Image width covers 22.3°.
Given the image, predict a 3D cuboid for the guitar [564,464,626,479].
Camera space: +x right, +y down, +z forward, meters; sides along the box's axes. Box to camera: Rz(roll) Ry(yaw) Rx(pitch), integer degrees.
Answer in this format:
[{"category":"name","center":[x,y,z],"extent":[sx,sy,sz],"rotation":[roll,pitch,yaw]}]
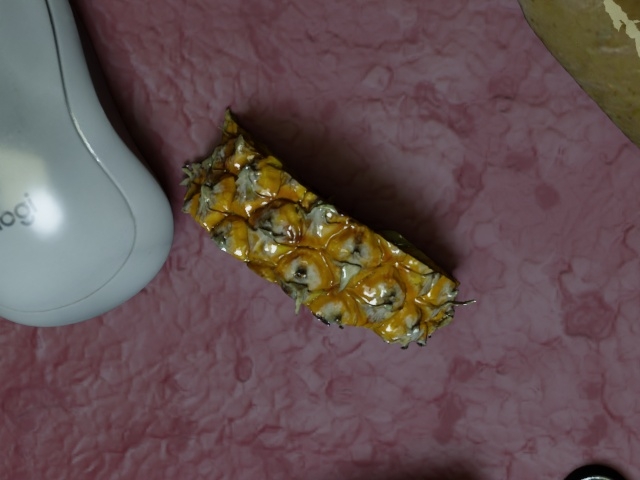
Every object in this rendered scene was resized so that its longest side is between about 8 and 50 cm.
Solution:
[{"category":"guitar","center":[0.271,0.257,1.229],"extent":[0.233,0.025,0.088],"rotation":[32,105,-2]}]

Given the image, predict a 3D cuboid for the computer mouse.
[{"category":"computer mouse","center":[-0.230,-0.072,1.165],"extent":[0.184,0.121,0.297],"rotation":[-22,101,13]}]

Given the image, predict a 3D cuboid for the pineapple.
[{"category":"pineapple","center":[-0.001,0.001,1.145],"extent":[0.233,0.135,0.079],"rotation":[31,104,1]}]

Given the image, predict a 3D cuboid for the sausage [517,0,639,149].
[{"category":"sausage","center":[0.333,-0.056,1.096],"extent":[0.500,0.123,0.136],"rotation":[32,103,-1]}]
